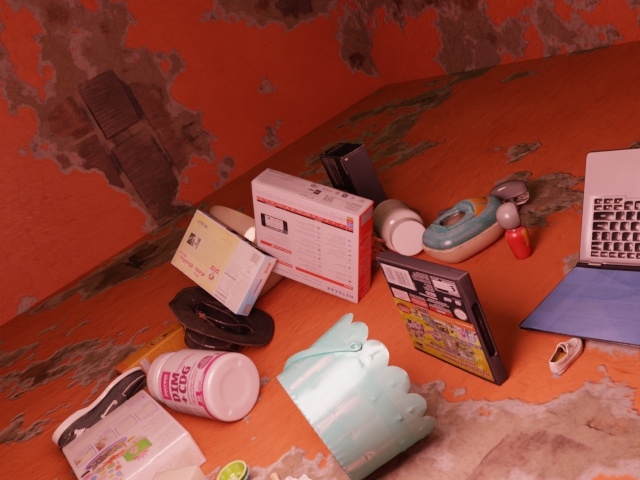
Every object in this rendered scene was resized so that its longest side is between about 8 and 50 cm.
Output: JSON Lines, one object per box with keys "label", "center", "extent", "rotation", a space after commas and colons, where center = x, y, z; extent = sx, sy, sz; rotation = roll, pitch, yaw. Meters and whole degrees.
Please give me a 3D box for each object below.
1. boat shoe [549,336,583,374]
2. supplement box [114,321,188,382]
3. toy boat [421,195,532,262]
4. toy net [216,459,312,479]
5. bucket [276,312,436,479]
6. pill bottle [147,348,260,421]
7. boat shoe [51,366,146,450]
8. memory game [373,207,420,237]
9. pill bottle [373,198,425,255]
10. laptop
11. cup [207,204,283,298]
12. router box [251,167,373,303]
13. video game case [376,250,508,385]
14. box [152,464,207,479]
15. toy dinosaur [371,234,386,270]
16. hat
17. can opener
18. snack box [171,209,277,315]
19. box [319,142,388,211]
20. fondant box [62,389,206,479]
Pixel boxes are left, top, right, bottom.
{"label": "boat shoe", "center": [0.464, 0.211, 1.269], "extent": [0.100, 0.035, 0.035], "rotation": [-38, 23, -28]}
{"label": "supplement box", "center": [-0.498, 0.346, 2.022], "extent": [0.233, 0.080, 0.078], "rotation": [-40, 25, -28]}
{"label": "toy boat", "center": [0.424, -0.043, 1.765], "extent": [0.267, 0.148, 0.318], "rotation": [-34, 21, -20]}
{"label": "toy net", "center": [-0.113, 0.482, 1.282], "extent": [0.232, 0.045, 0.122], "rotation": [-12, 24, 32]}
{"label": "bucket", "center": [0.059, 0.292, 1.236], "extent": [0.183, 0.281, 0.281], "rotation": [-35, 22, -10]}
{"label": "pill bottle", "center": [-0.297, 0.350, 1.654], "extent": [0.283, 0.160, 0.160], "rotation": [-6, 29, 45]}
{"label": "boat shoe", "center": [-0.576, 0.466, 1.814], "extent": [0.302, 0.091, 0.114], "rotation": [-43, -17, -36]}
{"label": "memory game", "center": [0.243, -0.060, 2.212], "extent": [0.186, 0.012, 0.186], "rotation": [-22, 21, 9]}
{"label": "pill bottle", "center": [0.236, -0.037, 1.983], "extent": [0.131, 0.131, 0.229], "rotation": [-26, 18, 0]}
{"label": "laptop", "center": [0.632, -0.005, 1.316], "extent": [0.236, 0.408, 0.382], "rotation": [6, -2, -39]}
{"label": "cup", "center": [-0.262, 0.074, 2.133], "extent": [0.331, 0.331, 0.237], "rotation": [6, 64, 55]}
{"label": "router box", "center": [-0.023, -0.013, 1.839], "extent": [0.335, 0.301, 0.082], "rotation": [20, 42, 24]}
{"label": "video game case", "center": [0.242, 0.150, 1.369], "extent": [0.035, 0.248, 0.275], "rotation": [-32, 21, -21]}
{"label": "box", "center": [-0.299, 0.559, 1.250], "extent": [0.113, 0.094, 0.275], "rotation": [-17, 22, 21]}
{"label": "toy dinosaur", "center": [0.124, 0.020, 2.026], "extent": [0.200, 0.127, 0.295], "rotation": [-7, 9, 18]}
{"label": "hat", "center": [-0.288, 0.258, 1.878], "extent": [0.331, 0.134, 0.331], "rotation": [20, 13, -5]}
{"label": "can opener", "center": [0.467, -0.111, 1.954], "extent": [0.283, 0.095, 0.076], "rotation": [-14, 23, 29]}
{"label": "snack box", "center": [-0.289, 0.060, 1.951], "extent": [0.322, 0.060, 0.187], "rotation": [32, 97, 35]}
{"label": "box", "center": [0.122, -0.202, 2.341], "extent": [0.103, 0.261, 0.184], "rotation": [-32, 22, -15]}
{"label": "fondant box", "center": [-0.443, 0.499, 1.564], "extent": [0.238, 0.096, 0.330], "rotation": [-36, 22, -24]}
